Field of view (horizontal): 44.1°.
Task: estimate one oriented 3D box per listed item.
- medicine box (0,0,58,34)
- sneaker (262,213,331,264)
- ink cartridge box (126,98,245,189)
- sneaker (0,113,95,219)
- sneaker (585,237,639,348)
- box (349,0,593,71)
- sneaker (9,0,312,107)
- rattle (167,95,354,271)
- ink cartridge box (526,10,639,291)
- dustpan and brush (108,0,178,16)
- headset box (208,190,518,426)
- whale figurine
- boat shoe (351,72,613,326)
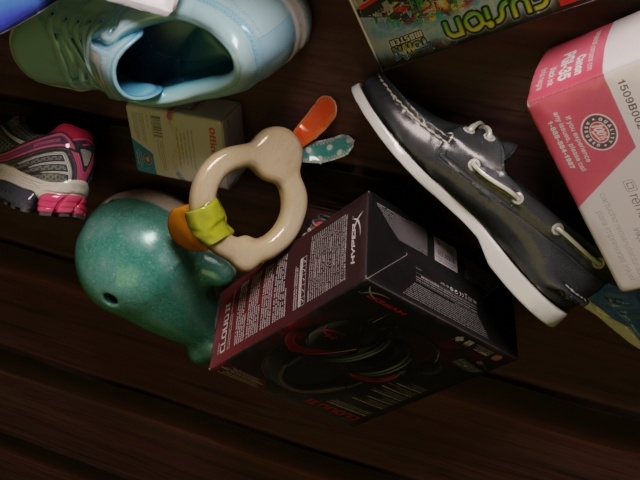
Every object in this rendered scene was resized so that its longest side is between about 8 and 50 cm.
[{"bbox_3d":[-0.401,-0.335,0.743,0.263,0.149,0.289,9,136,44],"label":"medicine box"},{"bbox_3d":[0.000,0.000,0.914,0.158,0.061,0.065,-13,107,23],"label":"sneaker"},{"bbox_3d":[-0.150,-0.117,0.900,0.122,0.052,0.088,14,129,19],"label":"ink cartridge box"},{"bbox_3d":[-0.394,-0.112,1.004,0.299,0.121,0.112,17,95,27],"label":"sneaker"},{"bbox_3d":[0.319,0.052,0.780,0.152,0.058,0.084,35,141,9],"label":"sneaker"},{"bbox_3d":[0.124,-0.232,0.684,0.207,0.036,0.114,-12,117,33],"label":"box"},{"bbox_3d":[-0.200,-0.201,0.797,0.366,0.150,0.135,-1,122,28],"label":"sneaker"},{"bbox_3d":[-0.066,-0.065,0.864,0.130,0.199,0.143,33,166,-4],"label":"rattle"},{"bbox_3d":[0.340,-0.098,0.618,0.283,0.117,0.207,-19,113,36],"label":"ink cartridge box"},{"bbox_3d":[-0.173,-0.323,0.701,0.147,0.211,0.060,15,168,-5],"label":"dustpan and brush"},{"bbox_3d":[0.033,0.098,0.878,0.218,0.110,0.293,29,137,-29],"label":"headset box"},{"bbox_3d":[-0.200,0.069,1.004,0.216,0.141,0.272,-13,118,33],"label":"whale figurine"},{"bbox_3d":[0.155,-0.059,0.757,0.091,0.114,0.302,-43,90,18],"label":"boat shoe"}]
